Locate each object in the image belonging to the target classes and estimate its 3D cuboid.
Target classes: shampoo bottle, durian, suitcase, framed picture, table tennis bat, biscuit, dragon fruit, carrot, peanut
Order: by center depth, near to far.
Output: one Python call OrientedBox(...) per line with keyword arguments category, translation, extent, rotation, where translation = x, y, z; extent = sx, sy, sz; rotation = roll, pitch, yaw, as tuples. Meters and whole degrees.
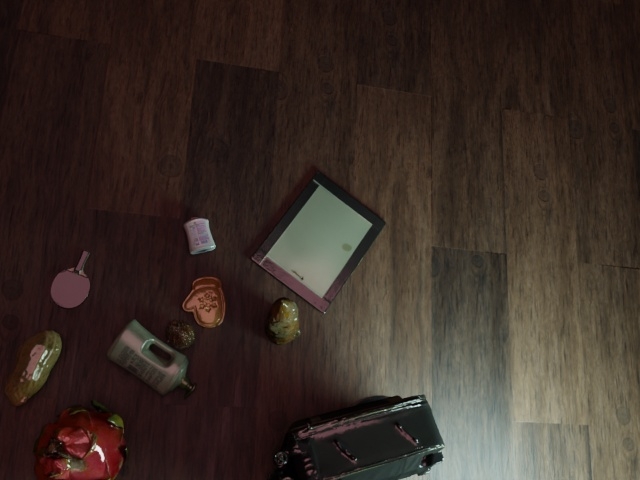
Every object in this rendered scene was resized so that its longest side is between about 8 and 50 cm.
OrientedBox(category="dragon fruit", translation=(-0.556, 0.485, 1.519), extent=(0.223, 0.227, 0.224), rotation=(7, 66, -16))
OrientedBox(category="peanut", translation=(-0.705, 0.306, 1.597), extent=(0.093, 0.083, 0.194), rotation=(28, 71, -5))
OrientedBox(category="suitcase", translation=(0.085, 0.528, 1.636), extent=(0.433, 0.283, 0.194), rotation=(-10, 60, -14))
OrientedBox(category="shampoo bottle", translation=(-0.416, 0.313, 1.664), extent=(0.234, 0.087, 0.118), rotation=(36, 87, -3))
OrientedBox(category="carrot", translation=(-0.098, 0.195, 1.689), extent=(0.101, 0.263, 0.102), rotation=(2, 67, -4))
OrientedBox(category="durian", translation=(-0.364, 0.242, 1.698), extent=(0.080, 0.091, 0.080), rotation=(4, 52, -5))
OrientedBox(category="table tennis bat", translation=(-0.641, 0.101, 1.706), extent=(0.095, 0.014, 0.158), rotation=(20, 73, -7))
OrientedBox(category="biscuit", translation=(-0.315, 0.168, 1.764), extent=(0.118, 0.023, 0.140), rotation=(-12, 79, -17))
OrientedBox(category="shampoo bottle", translation=(-0.335, -0.018, 1.798), extent=(0.072, 0.043, 0.099), rotation=(-14, 78, -18))
OrientedBox(category="framed picture", translation=(0.000, 0.000, 1.892), extent=(0.265, 0.016, 0.347), rotation=(36, 69, -3))

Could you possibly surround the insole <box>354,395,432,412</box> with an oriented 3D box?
OrientedBox(category="insole", translation=(0.202, 0.474, 1.820), extent=(0.231, 0.003, 0.080), rotation=(4, 75, -13))
